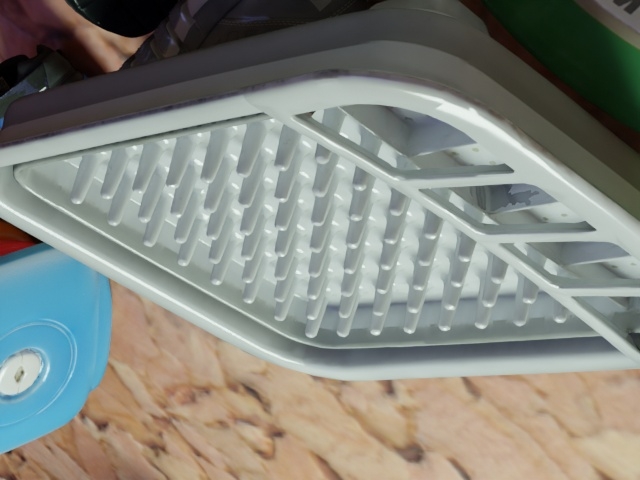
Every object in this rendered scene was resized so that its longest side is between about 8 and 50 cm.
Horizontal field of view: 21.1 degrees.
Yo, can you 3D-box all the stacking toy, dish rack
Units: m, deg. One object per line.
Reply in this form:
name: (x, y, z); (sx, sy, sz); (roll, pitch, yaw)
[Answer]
stacking toy: (-0.305, 0.021, 1.285); (0.302, 0.166, 0.175); (37, 133, 36)
dish rack: (0.019, -0.018, 0.808); (0.333, 0.072, 0.285); (-8, 150, 45)

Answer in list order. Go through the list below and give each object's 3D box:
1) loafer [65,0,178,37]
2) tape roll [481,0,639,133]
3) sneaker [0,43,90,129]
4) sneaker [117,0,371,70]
loafer: (-0.132, -0.173, 0.916); (0.061, 0.062, 0.170); (57, -176, 39)
tape roll: (0.157, -0.167, 0.587); (0.321, 0.077, 0.321); (30, 144, 26)
sneaker: (-0.189, -0.074, 1.106); (0.084, 0.058, 0.152); (46, 144, -9)
sneaker: (-0.034, -0.069, 0.911); (0.132, 0.086, 0.229); (46, 147, -2)
